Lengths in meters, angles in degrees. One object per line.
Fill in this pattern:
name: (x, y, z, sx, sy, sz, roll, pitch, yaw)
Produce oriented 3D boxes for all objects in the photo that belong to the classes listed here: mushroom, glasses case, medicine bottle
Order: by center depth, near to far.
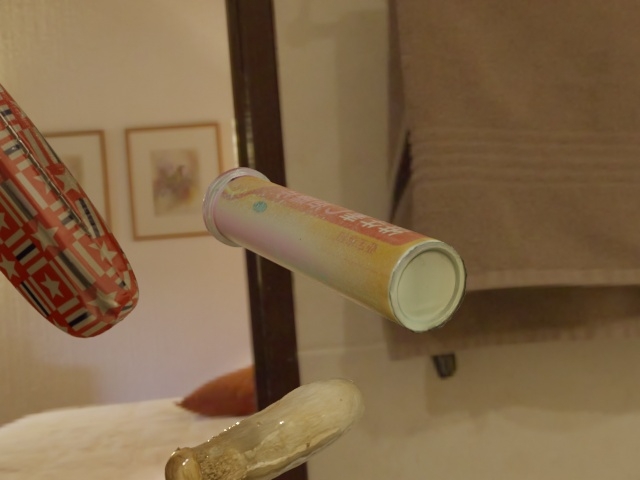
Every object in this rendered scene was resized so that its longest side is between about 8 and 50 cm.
glasses case: (-0.177, -0.030, 0.525, 0.073, 0.194, 0.049, -27, 12, 43)
medicine bottle: (0.000, 0.000, 1.037, 0.108, 0.108, 0.426, -4, 15, -31)
mushroom: (-0.060, 0.265, 1.214, 0.351, 0.095, 0.123, -16, -19, -44)
